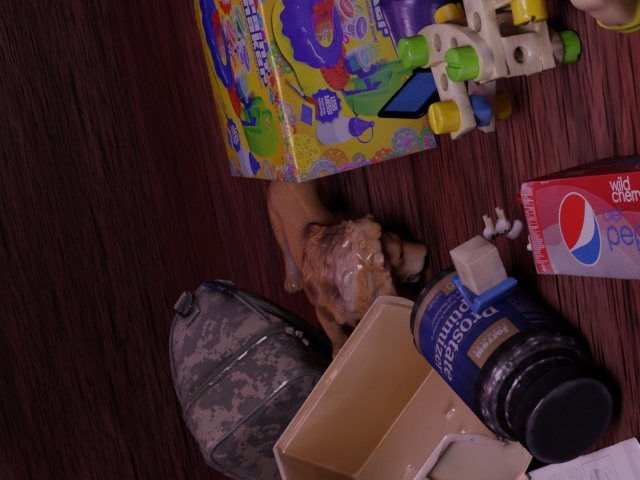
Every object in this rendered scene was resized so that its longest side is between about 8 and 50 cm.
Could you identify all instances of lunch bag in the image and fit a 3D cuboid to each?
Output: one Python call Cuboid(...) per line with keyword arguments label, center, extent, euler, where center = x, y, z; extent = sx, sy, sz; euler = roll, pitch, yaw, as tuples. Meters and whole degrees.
Cuboid(label="lunch bag", center=(-0.062, 0.207, 1.763), extent=(0.305, 0.212, 0.256), euler=(36, -168, -44))

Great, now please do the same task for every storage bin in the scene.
Cuboid(label="storage bin", center=(0.087, 0.234, 1.379), extent=(0.260, 0.123, 0.262), euler=(-57, 26, 19))

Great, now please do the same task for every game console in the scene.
Cuboid(label="game console", center=(0.101, -0.188, 1.311), extent=(0.122, 0.071, 0.107), euler=(-162, 58, -69))

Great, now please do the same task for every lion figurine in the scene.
Cuboid(label="lion figurine", center=(0.000, 0.000, 1.644), extent=(0.392, 0.142, 0.240), euler=(45, 160, 45))

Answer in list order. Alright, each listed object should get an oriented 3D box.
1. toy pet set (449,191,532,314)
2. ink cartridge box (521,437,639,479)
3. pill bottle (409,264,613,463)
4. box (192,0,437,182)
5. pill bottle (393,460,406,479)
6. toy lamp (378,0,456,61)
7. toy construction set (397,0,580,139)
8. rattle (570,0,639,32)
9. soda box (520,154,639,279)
Cuboid(label="toy pet set", center=(0.188, 0.021, 1.180), extent=(0.065, 0.114, 0.122), euler=(65, 170, -27))
Cuboid(label="ink cartridge box", center=(0.283, 0.304, 1.232), extent=(0.232, 0.066, 0.189), euler=(-36, 69, 49))
Cuboid(label="pill bottle", center=(0.186, 0.119, 1.220), extent=(0.219, 0.122, 0.123), euler=(-133, 32, -56))
Cuboid(label="box", center=(-0.021, -0.232, 1.479), extent=(0.279, 0.177, 0.290), euler=(-169, 65, -70))
Cuboid(label="pill bottle", center=(0.172, 0.335, 1.430), extent=(0.216, 0.121, 0.121), euler=(-126, 27, -57))
Cuboid(label="toy lamp", center=(0.088, -0.312, 1.212), extent=(0.080, 0.080, 0.275), euler=(-158, 61, -69))
Cuboid(label="toy construction set", center=(0.121, -0.258, 1.093), extent=(0.328, 0.151, 0.215), euler=(65, 164, -4))
Cuboid(label="rattle", center=(0.239, -0.248, 0.843), extent=(0.142, 0.130, 0.200), euler=(-1, 77, 61))
Cuboid(label="soda box", center=(0.254, -0.021, 0.939), extent=(0.263, 0.092, 0.084), euler=(-178, 73, -72))
